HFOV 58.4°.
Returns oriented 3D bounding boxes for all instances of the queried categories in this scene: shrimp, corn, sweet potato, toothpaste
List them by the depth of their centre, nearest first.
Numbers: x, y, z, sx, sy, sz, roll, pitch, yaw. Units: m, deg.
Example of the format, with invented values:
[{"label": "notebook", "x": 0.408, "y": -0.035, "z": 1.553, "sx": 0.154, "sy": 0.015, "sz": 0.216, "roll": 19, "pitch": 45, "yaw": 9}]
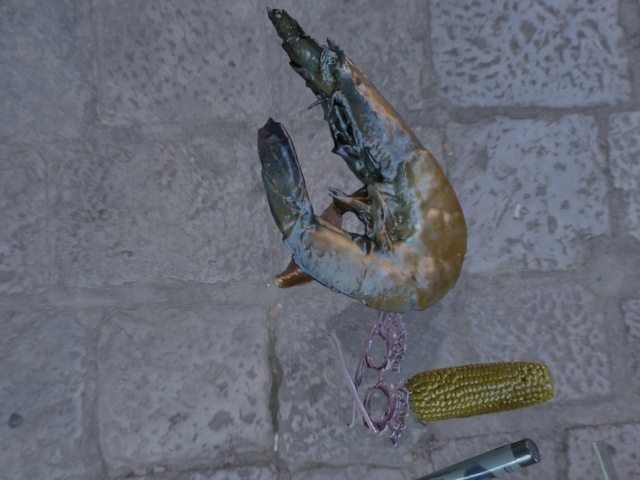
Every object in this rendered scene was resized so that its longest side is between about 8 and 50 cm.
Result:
[{"label": "shrimp", "x": 0.020, "y": -0.109, "z": 0.723, "sx": 0.272, "sy": 0.085, "sz": 0.445, "roll": -22, "pitch": 80, "yaw": -35}, {"label": "toothpaste", "x": 0.231, "y": 0.367, "z": 0.902, "sx": 0.239, "sy": 0.039, "sz": 0.062, "roll": -35, "pitch": 118, "yaw": 30}, {"label": "corn", "x": 0.273, "y": 0.264, "z": 1.008, "sx": 0.260, "sy": 0.091, "sz": 0.091, "roll": -13, "pitch": 92, "yaw": 24}, {"label": "sweet potato", "x": 0.000, "y": 0.000, "z": 1.037, "sx": 0.072, "sy": 0.314, "sz": 0.066, "roll": -14, "pitch": 117, "yaw": 31}]

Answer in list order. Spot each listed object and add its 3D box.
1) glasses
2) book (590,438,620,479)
[{"label": "glasses", "x": 0.093, "y": 0.227, "z": 1.010, "sx": 0.095, "sy": 0.162, "sz": 0.256, "roll": 11, "pitch": 67, "yaw": -29}, {"label": "book", "x": 0.523, "y": 0.443, "z": 1.015, "sx": 0.012, "sy": 0.118, "sz": 0.172, "roll": -24, "pitch": 64, "yaw": 26}]
